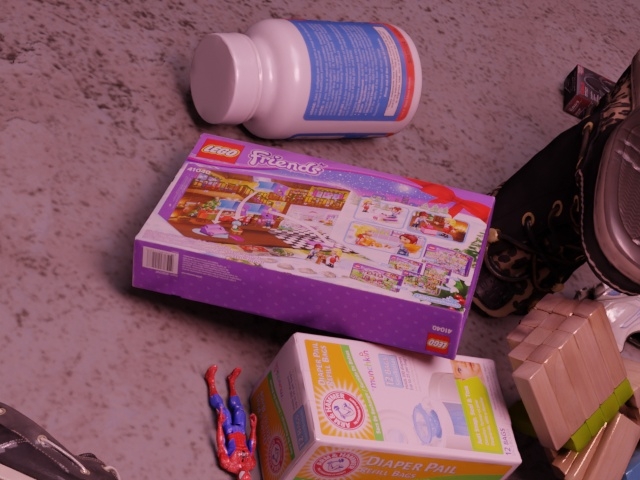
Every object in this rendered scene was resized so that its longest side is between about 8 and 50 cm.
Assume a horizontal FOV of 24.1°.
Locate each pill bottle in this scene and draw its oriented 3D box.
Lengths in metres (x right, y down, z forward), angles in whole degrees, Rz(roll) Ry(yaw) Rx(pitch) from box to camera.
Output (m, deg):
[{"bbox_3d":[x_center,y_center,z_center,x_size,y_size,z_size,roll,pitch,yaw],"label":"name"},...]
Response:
[{"bbox_3d":[-0.016,-0.166,1.546,0.221,0.124,0.124,-3,54,-35],"label":"pill bottle"}]

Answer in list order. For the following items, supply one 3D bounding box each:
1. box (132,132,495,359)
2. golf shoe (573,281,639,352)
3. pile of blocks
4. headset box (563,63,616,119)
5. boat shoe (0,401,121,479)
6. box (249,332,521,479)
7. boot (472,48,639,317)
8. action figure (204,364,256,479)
[{"bbox_3d":[0.000,0.000,1.363,0.293,0.057,0.201,13,34,8],"label":"box"},{"bbox_3d":[0.347,0.076,1.614,0.176,0.069,0.086,-12,80,-36],"label":"golf shoe"},{"bbox_3d":[0.263,0.177,1.407,0.362,0.113,0.149,38,76,-37],"label":"pile of blocks"},{"bbox_3d":[0.335,-0.175,1.842,0.083,0.032,0.062,25,43,-12],"label":"headset box"},{"bbox_3d":[-0.174,0.198,1.147,0.233,0.084,0.079,28,43,-3],"label":"boat shoe"},{"bbox_3d":[0.054,0.164,1.305,0.203,0.103,0.114,10,47,-25],"label":"box"},{"bbox_3d":[0.249,-0.017,1.445,0.138,0.284,0.377,37,37,-12],"label":"boot"},{"bbox_3d":[-0.075,0.159,1.287,0.038,0.030,0.115,11,49,-31],"label":"action figure"}]
